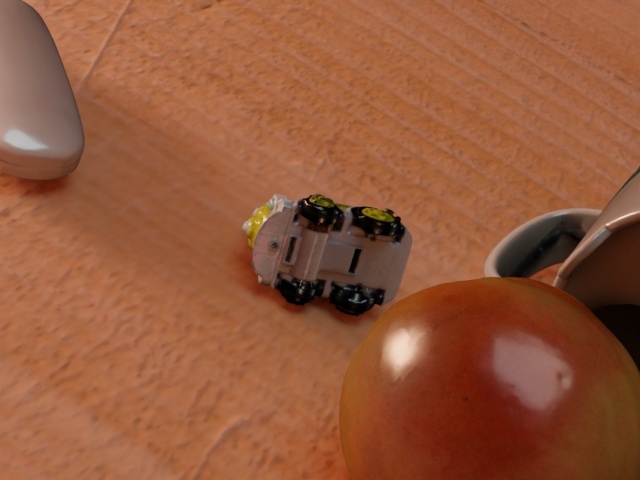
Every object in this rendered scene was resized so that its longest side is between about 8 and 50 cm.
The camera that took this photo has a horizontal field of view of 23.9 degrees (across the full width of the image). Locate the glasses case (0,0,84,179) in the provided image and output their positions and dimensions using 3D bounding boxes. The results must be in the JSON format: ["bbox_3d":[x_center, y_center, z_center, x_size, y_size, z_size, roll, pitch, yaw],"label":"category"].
[{"bbox_3d":[-0.216,-0.111,1.048,0.074,0.049,0.193,4,39,-30],"label":"glasses case"}]

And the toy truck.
[{"bbox_3d":[0.000,0.000,1.032,0.111,0.076,0.077,12,19,-18],"label":"toy truck"}]

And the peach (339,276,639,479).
[{"bbox_3d":[0.104,0.107,0.868,0.184,0.184,0.184,18,35,-13],"label":"peach"}]

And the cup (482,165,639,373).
[{"bbox_3d":[0.261,0.032,1.058,0.289,0.219,0.257,4,24,26],"label":"cup"}]
